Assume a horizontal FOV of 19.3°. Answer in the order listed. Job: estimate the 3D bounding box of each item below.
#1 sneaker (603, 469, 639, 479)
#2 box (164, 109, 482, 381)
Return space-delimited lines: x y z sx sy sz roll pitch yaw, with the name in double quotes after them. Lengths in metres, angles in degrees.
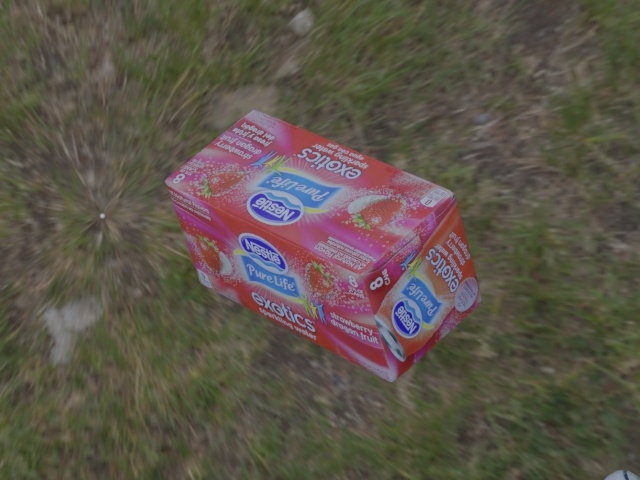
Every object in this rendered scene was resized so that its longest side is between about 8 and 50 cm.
0.368 0.302 1.791 0.091 0.094 0.258 -37 108 16 "sneaker"
0.000 0.000 1.636 0.123 0.257 0.128 -40 134 -26 "box"
